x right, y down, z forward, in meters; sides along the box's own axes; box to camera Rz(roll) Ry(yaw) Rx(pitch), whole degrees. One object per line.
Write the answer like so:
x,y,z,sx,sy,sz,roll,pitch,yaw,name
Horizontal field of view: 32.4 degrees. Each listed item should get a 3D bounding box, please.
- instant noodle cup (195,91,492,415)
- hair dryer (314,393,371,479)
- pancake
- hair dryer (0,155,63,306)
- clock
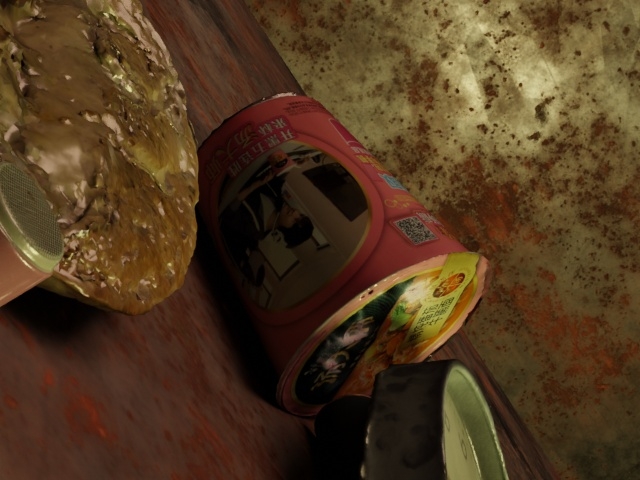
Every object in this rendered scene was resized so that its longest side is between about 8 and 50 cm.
0.000,0.000,1.048,0.255,0.244,0.244,56,7,27,instant noodle cup
0.079,0.271,1.030,0.255,0.070,0.128,58,9,-29,hair dryer
-0.196,-0.118,0.720,0.387,0.082,0.387,49,23,-29,pancake
-0.163,-0.006,0.503,0.054,0.106,0.154,55,11,-21,hair dryer
0.115,0.258,0.924,0.325,0.067,0.325,-13,90,-73,clock
